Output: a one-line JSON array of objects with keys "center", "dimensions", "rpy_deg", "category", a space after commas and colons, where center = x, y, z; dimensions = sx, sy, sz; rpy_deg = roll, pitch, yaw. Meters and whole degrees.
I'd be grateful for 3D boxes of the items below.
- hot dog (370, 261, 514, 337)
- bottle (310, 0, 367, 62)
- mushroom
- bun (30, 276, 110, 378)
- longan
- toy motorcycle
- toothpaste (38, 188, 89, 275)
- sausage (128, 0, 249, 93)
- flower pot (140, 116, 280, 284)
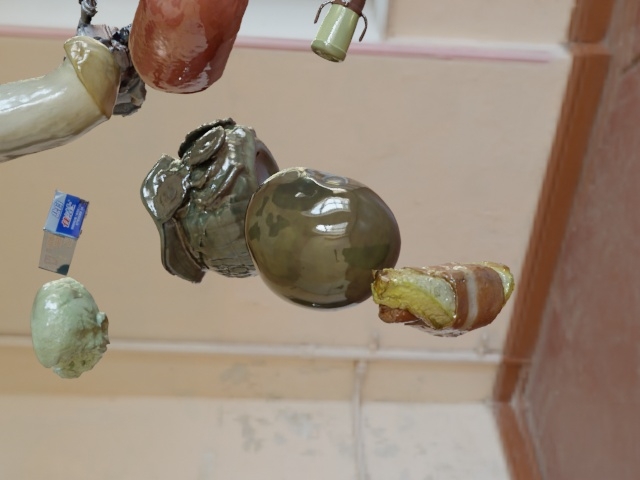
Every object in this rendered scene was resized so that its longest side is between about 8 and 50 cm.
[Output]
[{"center": [0.156, 0.077, 1.293], "dimensions": [0.123, 0.262, 0.093], "rpy_deg": [1, 94, 53], "category": "hot dog"}, {"center": [0.028, -0.275, 1.293], "dimensions": [0.047, 0.063, 0.101], "rpy_deg": [18, 83, 65], "category": "bottle"}, {"center": [-0.376, -0.121, 1.165], "dimensions": [0.159, 0.329, 0.122], "rpy_deg": [-118, 5, -57], "category": "mushroom"}, {"center": [-0.483, 0.175, 2.021], "dimensions": [0.212, 0.127, 0.203], "rpy_deg": [-92, -6, -79], "category": "bun"}, {"center": [0.000, 0.000, 1.415], "dimensions": [0.196, 0.220, 0.196], "rpy_deg": [18, -90, -79], "category": "longan"}, {"center": [-0.416, -0.351, 1.962], "dimensions": [0.134, 0.207, 0.401], "rpy_deg": [69, 154, 20], "category": "toy motorcycle"}, {"center": [-0.383, -0.008, 1.529], "dimensions": [0.272, 0.053, 0.066], "rpy_deg": [144, 143, -69], "category": "toothpaste"}, {"center": [-0.168, -0.276, 1.311], "dimensions": [0.254, 0.148, 0.148], "rpy_deg": [137, 136, -63], "category": "sausage"}, {"center": [-0.189, -0.074, 1.910], "dimensions": [0.302, 0.213, 0.301], "rpy_deg": [-16, -90, -77], "category": "flower pot"}]
